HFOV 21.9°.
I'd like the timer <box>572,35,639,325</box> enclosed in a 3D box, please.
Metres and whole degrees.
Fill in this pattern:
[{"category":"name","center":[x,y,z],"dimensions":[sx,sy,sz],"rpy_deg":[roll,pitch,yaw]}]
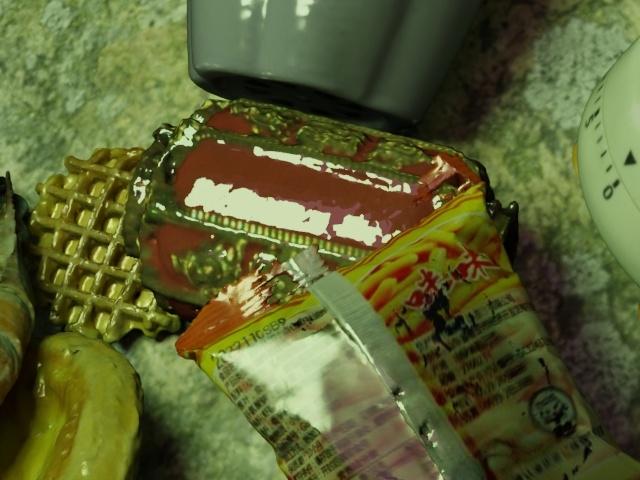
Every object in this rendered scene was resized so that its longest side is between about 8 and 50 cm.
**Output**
[{"category":"timer","center":[0.285,-0.054,1.056],"dimensions":[0.240,0.233,0.234],"rpy_deg":[-50,49,46]}]

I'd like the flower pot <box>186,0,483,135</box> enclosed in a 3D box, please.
[{"category":"flower pot","center":[0.010,-0.215,1.237],"dimensions":[0.265,0.265,0.243],"rpy_deg":[13,86,23]}]

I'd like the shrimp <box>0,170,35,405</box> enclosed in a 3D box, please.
[{"category":"shrimp","center":[-0.281,0.061,1.237],"dimensions":[0.164,0.062,0.317],"rpy_deg":[-26,35,18]}]

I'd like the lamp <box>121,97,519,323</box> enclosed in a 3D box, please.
[{"category":"lamp","center":[0.000,0.000,1.171],"dimensions":[0.274,0.177,0.177],"rpy_deg":[14,73,12]}]

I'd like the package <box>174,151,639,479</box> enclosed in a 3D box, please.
[{"category":"package","center":[0.072,0.107,1.007],"dimensions":[0.223,0.108,0.288],"rpy_deg":[-32,80,-12]}]

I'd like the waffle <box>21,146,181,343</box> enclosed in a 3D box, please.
[{"category":"waffle","center":[-0.154,0.000,1.305],"dimensions":[0.191,0.038,0.191],"rpy_deg":[-7,67,16]}]

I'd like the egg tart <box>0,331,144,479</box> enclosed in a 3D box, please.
[{"category":"egg tart","center":[-0.237,0.209,1.172],"dimensions":[0.319,0.128,0.319],"rpy_deg":[-23,35,17]}]
